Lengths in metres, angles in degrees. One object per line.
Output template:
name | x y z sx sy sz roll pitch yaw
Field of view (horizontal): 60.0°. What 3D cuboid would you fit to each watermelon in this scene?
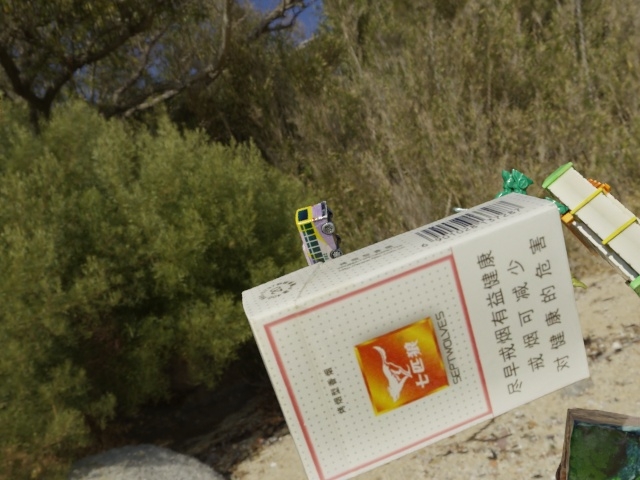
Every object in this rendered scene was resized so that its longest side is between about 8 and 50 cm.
watermelon | 0.561 0.421 0.984 0.292 0.222 0.319 9 -10 14

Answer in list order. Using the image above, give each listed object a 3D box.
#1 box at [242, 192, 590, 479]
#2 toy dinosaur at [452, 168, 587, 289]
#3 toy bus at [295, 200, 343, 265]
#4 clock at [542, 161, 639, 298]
box | 0.105 0.102 0.596 0.330 0.210 0.095 -21 16 -9
toy dinosaur | 0.340 -0.011 0.904 0.153 0.259 0.094 -63 3 7
toy bus | 0.000 0.000 0.832 0.058 0.102 0.052 -14 31 7
clock | 0.508 -0.008 0.936 0.106 0.255 0.220 -43 -43 17
